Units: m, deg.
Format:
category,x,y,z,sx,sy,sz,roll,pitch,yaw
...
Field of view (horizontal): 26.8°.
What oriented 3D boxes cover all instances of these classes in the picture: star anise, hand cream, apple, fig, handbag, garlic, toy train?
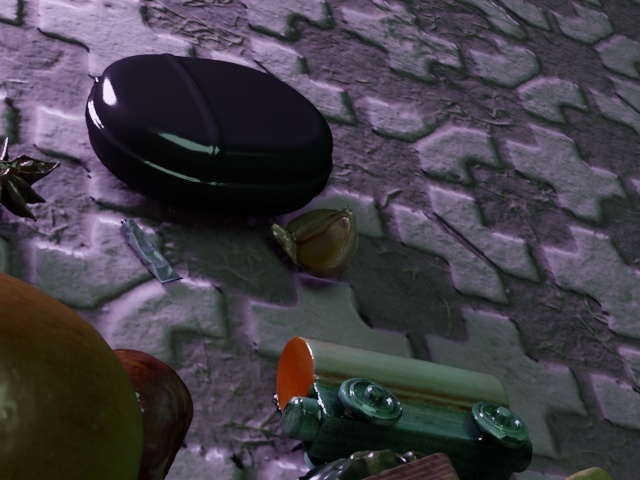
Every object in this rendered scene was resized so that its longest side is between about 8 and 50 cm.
category,x,y,z,sx,sy,sz,roll,pitch,yaw
star anise,-0.328,-0.062,1.403,0.129,0.056,0.124,-25,64,-33
hand cream,-0.188,0.013,1.460,0.093,0.019,0.030,51,37,15
apple,-0.267,0.175,0.927,0.305,0.338,0.338,11,39,-9
fig,-0.223,0.175,1.167,0.160,0.231,0.143,-77,148,-52
handbag,-0.129,-0.133,1.589,0.308,0.093,0.254,3,38,-32
garlic,0.005,0.000,1.563,0.113,0.094,0.074,59,0,44
toy train,0.084,0.176,1.389,0.285,0.116,0.177,12,28,-24

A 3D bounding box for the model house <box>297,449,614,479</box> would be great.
category,x,y,z,sx,sy,sz,roll,pitch,yaw
model house,0.095,0.267,1.119,0.321,0.266,0.261,-9,67,-41
